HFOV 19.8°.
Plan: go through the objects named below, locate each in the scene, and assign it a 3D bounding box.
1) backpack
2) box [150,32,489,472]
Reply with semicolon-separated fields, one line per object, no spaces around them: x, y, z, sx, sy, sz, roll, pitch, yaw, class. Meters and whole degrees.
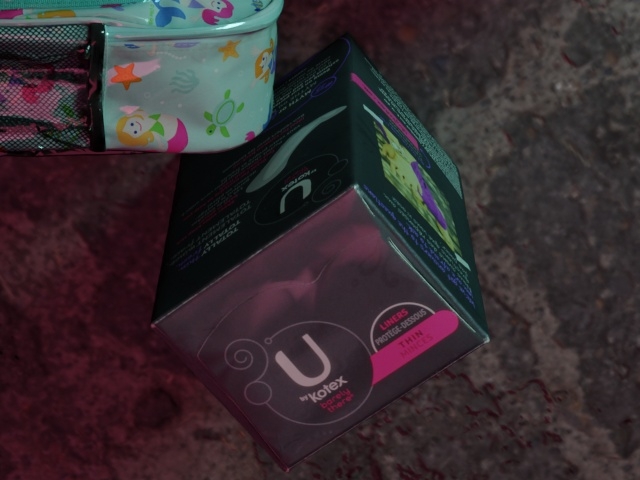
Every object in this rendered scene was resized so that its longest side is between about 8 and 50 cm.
-0.150;-0.148;1.188;0.253;0.225;0.191;5;116;-13;backpack
0.000;0.000;1.232;0.165;0.270;0.143;-35;111;16;box
